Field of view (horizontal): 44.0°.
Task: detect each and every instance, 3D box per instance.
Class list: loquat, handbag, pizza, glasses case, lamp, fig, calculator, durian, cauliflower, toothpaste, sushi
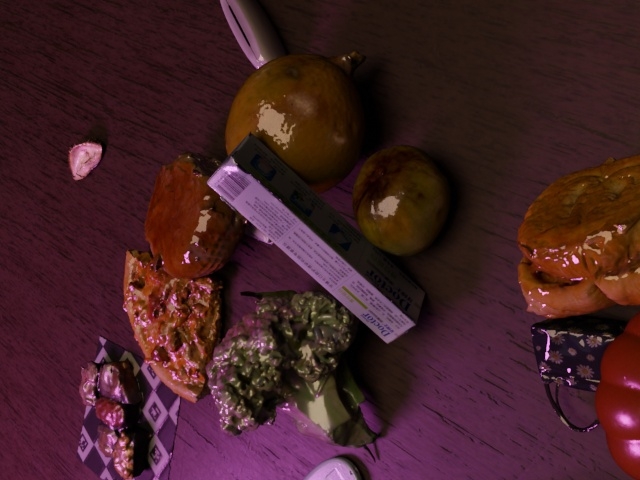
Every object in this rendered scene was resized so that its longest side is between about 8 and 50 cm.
[{"bbox_3d":[-0.025,-0.183,1.162,0.246,0.213,0.213,-50,58,8],"label":"loquat"},{"bbox_3d":[0.312,0.162,0.946,0.115,0.072,0.139,5,96,38],"label":"handbag"},{"bbox_3d":[-0.263,0.126,1.422,0.226,0.086,0.336,-45,60,31],"label":"pizza"},{"bbox_3d":[-0.109,-0.347,1.313,0.049,0.074,0.193,-41,65,28],"label":"glasses case"},{"bbox_3d":[0.391,0.163,0.797,0.223,0.196,0.223,0,87,2],"label":"lamp"},{"bbox_3d":[0.109,-0.055,1.089,0.136,0.120,0.153,10,96,44],"label":"fig"},{"bbox_3d":[0.009,0.397,1.222,0.153,0.021,0.095,-49,60,24],"label":"calculator"},{"bbox_3d":[-0.496,-0.179,1.666,0.066,0.052,0.130,45,128,-12],"label":"durian"},{"bbox_3d":[-0.027,0.208,1.169,0.256,0.239,0.315,-44,77,1],"label":"cauliflower"},{"bbox_3d":[0.000,0.000,1.080,0.336,0.081,0.067,42,126,-11],"label":"toothpaste"},{"bbox_3d":[-0.399,0.367,1.544,0.294,0.059,0.292,18,100,38],"label":"sushi"}]

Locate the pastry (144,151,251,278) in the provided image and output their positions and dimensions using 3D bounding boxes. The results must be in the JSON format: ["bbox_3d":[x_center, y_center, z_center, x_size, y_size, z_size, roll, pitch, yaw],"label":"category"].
[{"bbox_3d":[-0.209,-0.044,1.335,0.229,0.100,0.219,-5,79,48],"label":"pastry"}]

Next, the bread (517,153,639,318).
[{"bbox_3d":[0.325,-0.007,0.865,0.236,0.198,0.120,-17,112,37],"label":"bread"}]

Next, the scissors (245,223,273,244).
[{"bbox_3d":[-0.149,-0.040,1.367,0.204,0.027,0.101,33,111,38],"label":"scissors"}]
